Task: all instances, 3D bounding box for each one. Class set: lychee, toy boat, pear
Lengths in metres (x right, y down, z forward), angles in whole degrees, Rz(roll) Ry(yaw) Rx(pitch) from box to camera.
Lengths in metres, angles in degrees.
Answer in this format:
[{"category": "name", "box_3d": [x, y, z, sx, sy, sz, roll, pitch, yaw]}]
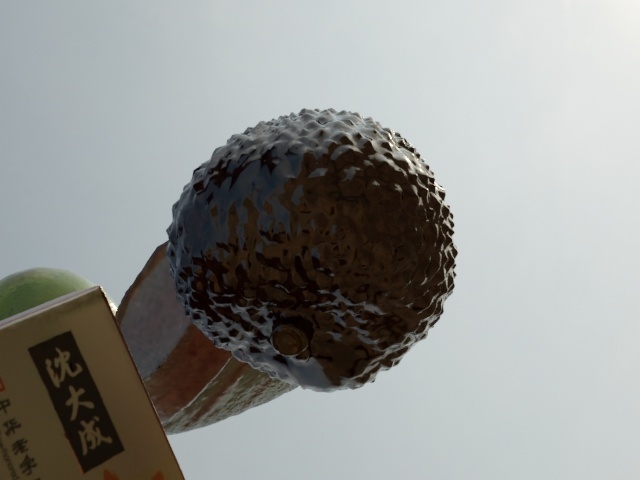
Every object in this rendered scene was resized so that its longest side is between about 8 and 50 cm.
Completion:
[{"category": "lychee", "box_3d": [-0.002, 0.001, 0.654, 0.194, 0.194, 0.194, -11, -75, -44]}, {"category": "toy boat", "box_3d": [-0.064, 0.100, 0.955, 0.282, 0.096, 0.206, 18, -78, -52]}, {"category": "pear", "box_3d": [-0.325, 0.115, 1.211, 0.188, 0.220, 0.187, -16, -58, -27]}]

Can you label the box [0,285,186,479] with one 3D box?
[{"category": "box", "box_3d": [-0.198, 0.263, 0.507, 0.345, 0.122, 0.385, -24, -89, -45]}]
